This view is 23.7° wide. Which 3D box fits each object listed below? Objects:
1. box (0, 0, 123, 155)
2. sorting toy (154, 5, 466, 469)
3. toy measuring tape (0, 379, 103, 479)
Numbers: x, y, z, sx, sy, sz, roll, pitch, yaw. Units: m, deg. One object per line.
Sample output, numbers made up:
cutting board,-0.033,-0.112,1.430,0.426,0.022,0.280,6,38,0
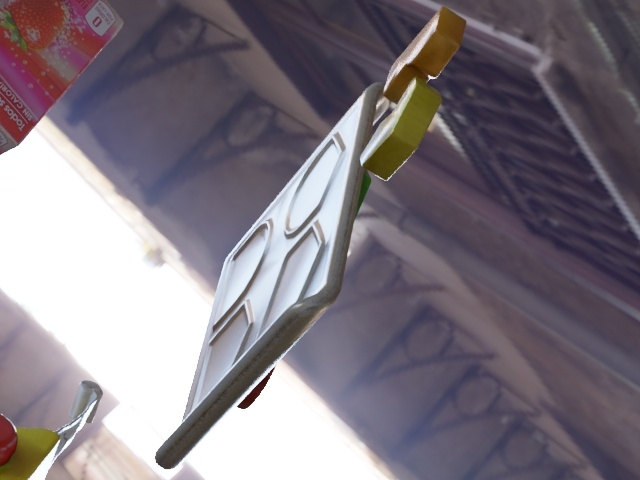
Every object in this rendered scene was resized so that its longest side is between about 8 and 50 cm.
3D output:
box,-0.303,-0.193,1.020,0.300,0.154,0.142,49,-130,-21
sorting toy,0.000,0.000,0.991,0.041,0.229,0.307,31,-47,-12
toy measuring tape,-0.277,0.171,1.260,0.121,0.330,0.121,2,-75,8
